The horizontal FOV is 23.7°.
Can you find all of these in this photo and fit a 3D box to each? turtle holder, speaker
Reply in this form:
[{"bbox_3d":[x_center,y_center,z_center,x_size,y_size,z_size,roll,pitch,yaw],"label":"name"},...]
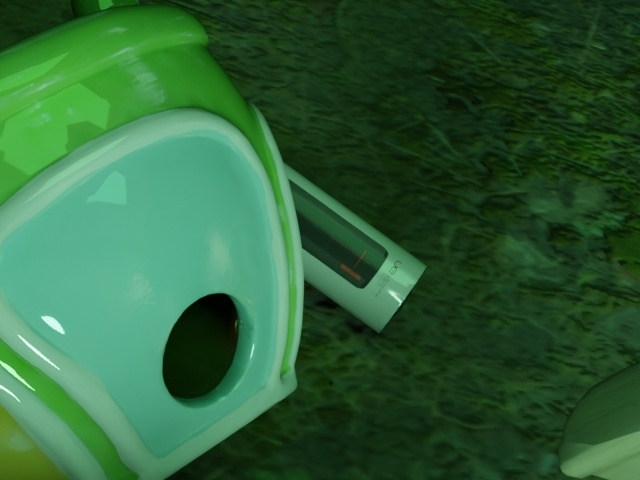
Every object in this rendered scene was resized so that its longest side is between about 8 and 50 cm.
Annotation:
[{"bbox_3d":[-0.144,0.023,0.707,0.227,0.243,0.320,57,31,2],"label":"turtle holder"},{"bbox_3d":[0.000,0.000,0.980,0.136,0.055,0.055,36,38,2],"label":"speaker"}]

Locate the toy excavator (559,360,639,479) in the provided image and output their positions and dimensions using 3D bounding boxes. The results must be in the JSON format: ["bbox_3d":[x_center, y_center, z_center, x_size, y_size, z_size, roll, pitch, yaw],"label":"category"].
[{"bbox_3d":[0.079,0.259,0.529,0.445,0.222,0.433,-4,69,-34],"label":"toy excavator"}]
